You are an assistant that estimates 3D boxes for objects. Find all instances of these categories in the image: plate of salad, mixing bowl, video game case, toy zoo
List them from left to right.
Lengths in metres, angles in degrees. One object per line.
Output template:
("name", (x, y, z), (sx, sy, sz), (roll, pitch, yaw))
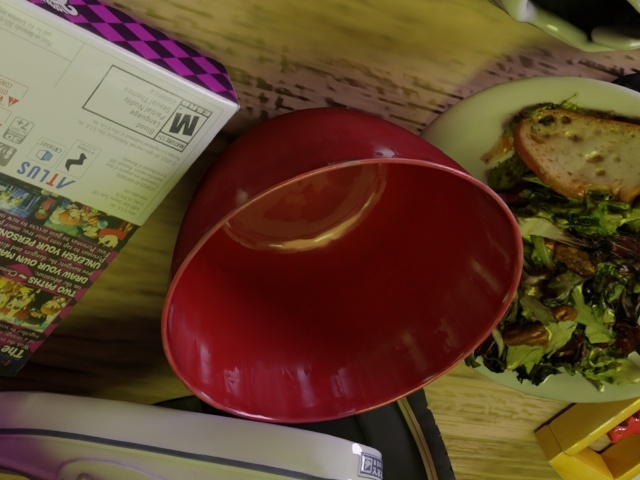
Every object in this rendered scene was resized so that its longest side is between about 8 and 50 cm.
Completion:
("video game case", (-0.189, -0.041, 0.499), (0.232, 0.041, 0.210), (23, 122, -36))
("mixing bowl", (0.000, 0.000, 0.571), (0.182, 0.098, 0.181), (-11, 135, -11))
("plate of salad", (0.128, 0.010, 0.599), (0.200, 0.048, 0.199), (10, 121, 17))
("toy zoo", (0.297, 0.132, 0.862), (0.293, 0.030, 0.192), (-40, 133, 18))

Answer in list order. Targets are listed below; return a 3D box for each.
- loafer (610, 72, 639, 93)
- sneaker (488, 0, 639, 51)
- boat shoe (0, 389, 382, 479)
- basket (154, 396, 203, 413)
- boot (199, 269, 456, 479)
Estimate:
("loafer", (0.162, 0.008, 0.655), (0.076, 0.078, 0.223), (1, 132, -22))
("sneaker", (0.151, -0.115, 0.532), (0.191, 0.083, 0.071), (0, 131, -23))
("boat shoe", (-0.097, 0.133, 0.595), (0.258, 0.084, 0.095), (3, 161, 23))
("basket", (-0.054, 0.230, 0.681), (0.205, 0.226, 0.154), (-5, 134, -18))
("boot", (0.004, 0.127, 0.649), (0.137, 0.197, 0.077), (-17, 164, 1))
